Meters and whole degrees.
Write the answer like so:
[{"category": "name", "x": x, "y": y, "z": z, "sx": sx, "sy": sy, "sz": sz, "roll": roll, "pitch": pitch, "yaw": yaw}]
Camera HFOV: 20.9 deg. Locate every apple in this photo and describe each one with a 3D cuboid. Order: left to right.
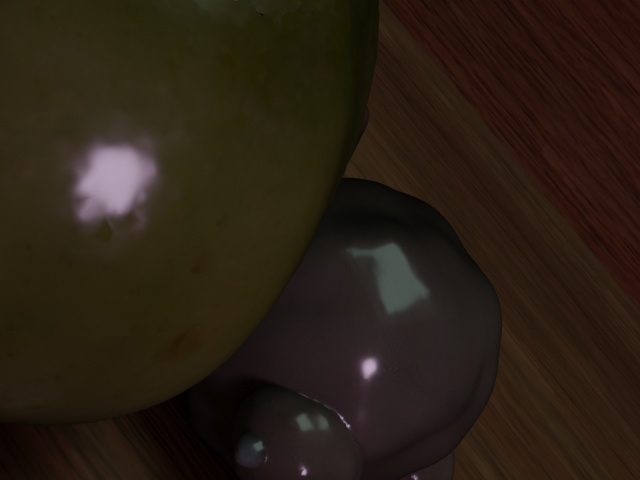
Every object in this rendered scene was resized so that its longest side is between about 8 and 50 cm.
[{"category": "apple", "x": -0.140, "y": -0.091, "z": 0.895, "sx": 0.357, "sy": 0.357, "sz": 0.357, "roll": 41, "pitch": 20, "yaw": -18}]

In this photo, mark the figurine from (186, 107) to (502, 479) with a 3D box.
[{"category": "figurine", "x": 0.000, "y": -0.001, "z": 1.125, "sx": 0.248, "sy": 0.203, "sz": 0.380, "roll": 23, "pitch": 52, "yaw": -64}]
